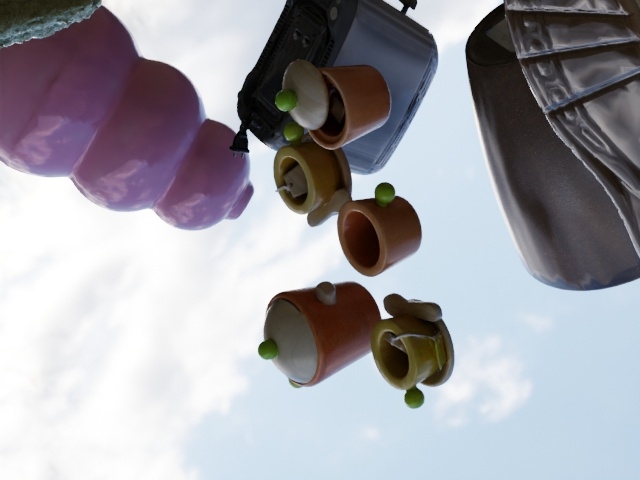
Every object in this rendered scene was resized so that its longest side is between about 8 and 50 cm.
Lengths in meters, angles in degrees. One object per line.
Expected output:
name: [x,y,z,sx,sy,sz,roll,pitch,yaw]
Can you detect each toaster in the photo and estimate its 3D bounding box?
toaster: [0.018,-0.162,1.594,0.227,0.146,0.129,-63,-145,13]

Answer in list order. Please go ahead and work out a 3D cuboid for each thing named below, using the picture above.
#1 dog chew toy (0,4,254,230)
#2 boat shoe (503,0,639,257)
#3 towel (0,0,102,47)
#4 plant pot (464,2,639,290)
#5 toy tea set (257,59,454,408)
dog chew toy: [-0.222,-0.127,1.707,0.206,0.332,0.206,-55,-169,16]
boat shoe: [0.225,-0.085,0.925,0.123,0.342,0.123,-40,-163,-22]
towel: [-0.196,-0.135,0.792,0.148,0.110,0.027,-24,156,-36]
plant pot: [0.230,-0.110,1.412,0.215,0.230,0.215,-24,-146,17]
toy tea set: [0.000,0.000,1.436,0.124,0.336,0.200,-18,-170,-32]
